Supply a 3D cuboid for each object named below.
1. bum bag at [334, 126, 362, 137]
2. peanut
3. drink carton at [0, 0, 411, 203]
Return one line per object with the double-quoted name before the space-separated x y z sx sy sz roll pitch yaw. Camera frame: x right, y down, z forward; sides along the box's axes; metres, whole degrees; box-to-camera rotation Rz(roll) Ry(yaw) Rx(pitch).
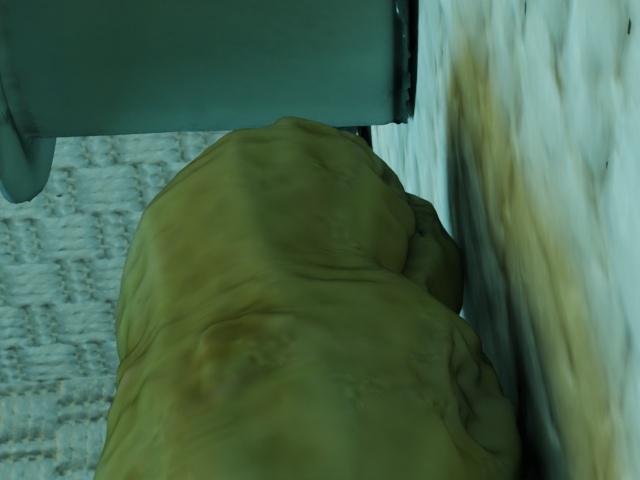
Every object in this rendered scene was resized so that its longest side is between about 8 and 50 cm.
"bum bag" 0.000 0.000 1.088 0.248 0.060 0.123 90 176 -48
"peanut" -0.006 0.049 0.528 0.290 0.130 0.130 -97 3 -61
"drink carton" -0.059 -0.126 0.763 0.185 0.189 0.191 -98 4 -50
